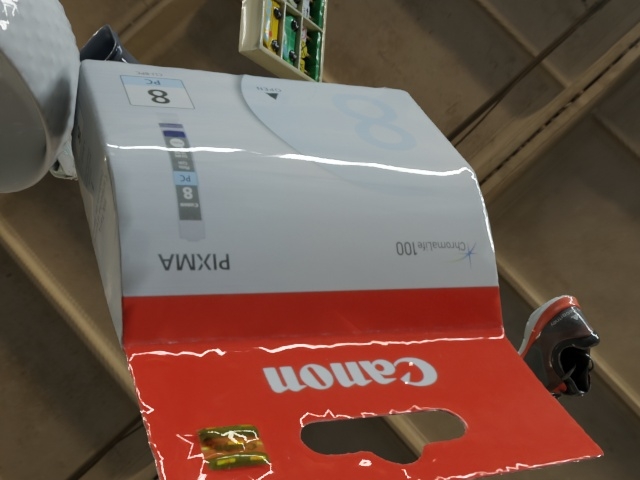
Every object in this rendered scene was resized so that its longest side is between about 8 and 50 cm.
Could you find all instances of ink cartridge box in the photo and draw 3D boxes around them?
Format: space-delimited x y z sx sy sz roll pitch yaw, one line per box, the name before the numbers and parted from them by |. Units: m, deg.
ink cartridge box | 0.000 0.000 0.577 0.308 0.385 0.091 1 -54 -27

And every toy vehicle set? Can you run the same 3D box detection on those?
toy vehicle set | -0.046 -0.369 1.132 0.035 0.166 0.266 -1 -99 30

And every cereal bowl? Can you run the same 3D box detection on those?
cereal bowl | -0.352 -0.196 0.668 0.339 0.339 0.141 19 -120 3

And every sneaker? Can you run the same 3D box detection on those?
sneaker | 0.204 0.121 0.696 0.061 0.157 0.065 -19 -132 -19
sneaker | -0.349 -0.106 1.106 0.054 0.152 0.061 -17 -130 32

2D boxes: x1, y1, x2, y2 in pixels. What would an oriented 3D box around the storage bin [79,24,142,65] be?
storage bin | -0.270 -0.183 0.987 0.135 0.098 0.091 -45 -49 11
